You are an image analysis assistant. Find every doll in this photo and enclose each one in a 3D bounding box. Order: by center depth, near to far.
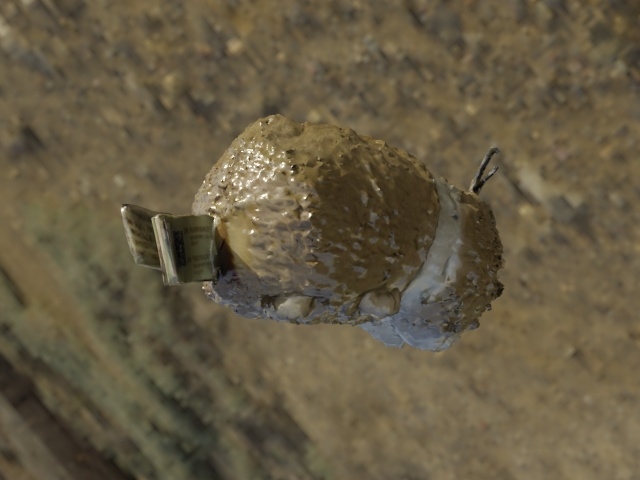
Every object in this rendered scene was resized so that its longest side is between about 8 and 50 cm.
[{"bbox_3d":[-0.006,-0.003,0.863,0.105,0.221,0.114,22,104,56],"label":"doll"}]
